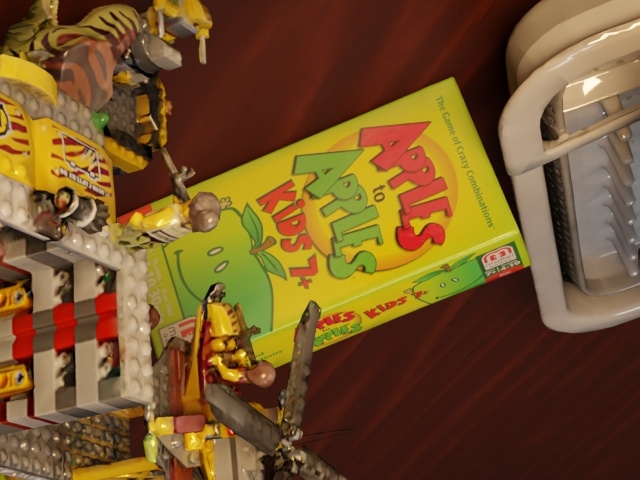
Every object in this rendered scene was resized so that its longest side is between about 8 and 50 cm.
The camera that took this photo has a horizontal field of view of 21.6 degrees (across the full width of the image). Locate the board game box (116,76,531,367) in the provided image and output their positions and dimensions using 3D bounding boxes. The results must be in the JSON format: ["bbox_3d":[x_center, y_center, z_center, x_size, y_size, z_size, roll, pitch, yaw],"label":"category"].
[{"bbox_3d":[0.000,0.000,0.818,0.181,0.092,0.043,-23,152,6],"label":"board game box"}]

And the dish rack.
[{"bbox_3d":[0.224,-0.076,0.851,0.285,0.072,0.333,-22,153,2],"label":"dish rack"}]

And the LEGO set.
[{"bbox_3d":[-0.096,-0.027,0.531,0.192,0.255,0.331,-14,150,26],"label":"LEGO set"}]

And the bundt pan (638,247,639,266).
[{"bbox_3d":[0.287,-0.049,0.665,0.331,0.124,0.331,-1,162,0],"label":"bundt pan"}]
